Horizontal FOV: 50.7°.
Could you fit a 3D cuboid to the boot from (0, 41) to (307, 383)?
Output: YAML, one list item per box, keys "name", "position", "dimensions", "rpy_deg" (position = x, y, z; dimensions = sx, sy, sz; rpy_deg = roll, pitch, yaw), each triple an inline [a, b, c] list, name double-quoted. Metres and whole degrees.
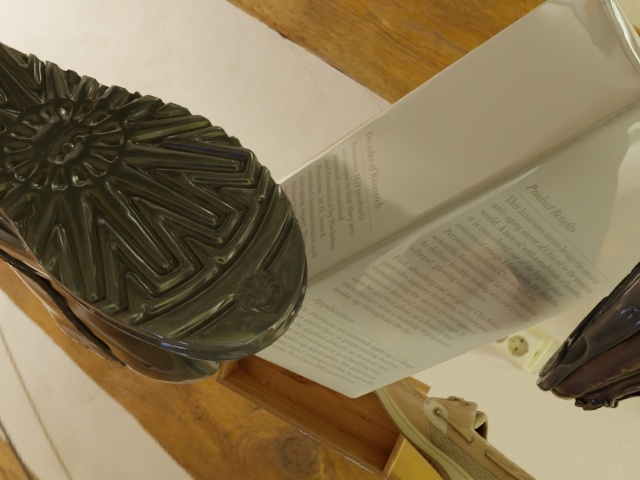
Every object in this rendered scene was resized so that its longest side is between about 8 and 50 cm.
- name: "boot"
  position: [-0.163, 0.053, 0.628]
  dimensions: [0.367, 0.445, 0.146]
  rpy_deg: [33, -116, 18]

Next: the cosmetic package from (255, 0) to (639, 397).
- name: "cosmetic package"
  position: [0.127, -0.014, 0.673]
  dimensions: [0.453, 0.230, 0.161]
  rpy_deg: [-29, -134, 30]

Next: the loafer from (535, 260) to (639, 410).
- name: "loafer"
  position: [0.244, 0.090, 0.517]
  dimensions: [0.095, 0.302, 0.109]
  rpy_deg: [41, -102, 19]

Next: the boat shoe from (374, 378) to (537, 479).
- name: "boat shoe"
  position: [0.199, 0.290, 0.989]
  dimensions: [0.110, 0.121, 0.341]
  rpy_deg: [-41, -131, -4]

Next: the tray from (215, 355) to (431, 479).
- name: "tray"
  position: [-0.004, 0.292, 1.381]
  dimensions: [0.411, 0.076, 0.202]
  rpy_deg: [27, -65, 16]
